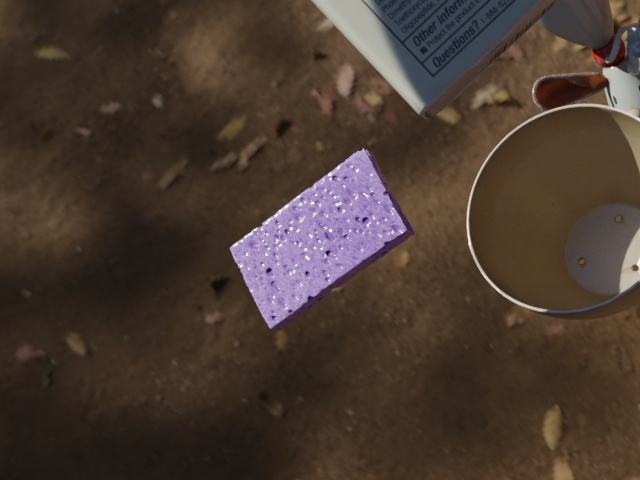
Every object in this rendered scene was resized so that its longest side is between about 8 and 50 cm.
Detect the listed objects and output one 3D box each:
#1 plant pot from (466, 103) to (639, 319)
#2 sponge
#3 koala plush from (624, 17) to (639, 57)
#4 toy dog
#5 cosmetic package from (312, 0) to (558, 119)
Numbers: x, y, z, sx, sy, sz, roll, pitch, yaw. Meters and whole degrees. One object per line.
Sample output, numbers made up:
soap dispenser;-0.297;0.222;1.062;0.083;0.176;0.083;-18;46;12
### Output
plant pot;0.361;-0.014;1.787;0.284;0.191;0.284;-11;66;26
sponge;0.000;0.000;1.565;0.210;0.031;0.117;-36;67;19
koala plush;0.294;-0.150;0.777;0.196;0.221;0.203;9;68;-19
toy dog;0.345;-0.269;1.741;0.220;0.334;0.161;-49;11;38
cosmetic package;0.006;-0.226;0.685;0.160;0.113;0.309;-42;88;6
